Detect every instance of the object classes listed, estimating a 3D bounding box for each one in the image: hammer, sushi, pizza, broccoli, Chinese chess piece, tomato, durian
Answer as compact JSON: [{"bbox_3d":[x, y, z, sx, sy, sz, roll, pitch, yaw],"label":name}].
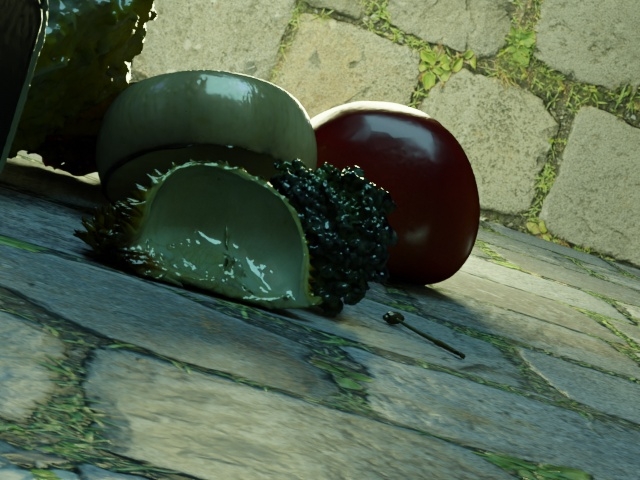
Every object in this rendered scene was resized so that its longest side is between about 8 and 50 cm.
[{"bbox_3d":[0.113,0.103,1.847,0.029,0.014,0.123,1,18,-40],"label":"hammer"},{"bbox_3d":[-0.390,-0.302,2.000,0.351,0.240,0.396,-31,65,-33],"label":"sushi"},{"bbox_3d":[-0.214,-0.114,2.263,0.440,0.130,0.406,4,-12,20],"label":"pizza"},{"bbox_3d":[0.005,0.006,1.919,0.145,0.165,0.304,11,-5,-1],"label":"broccoli"},{"bbox_3d":[-0.132,-0.098,1.989,0.257,0.104,0.257,1,-24,0],"label":"Chinese chess piece"},{"bbox_3d":[0.080,-0.072,2.314,0.299,0.226,0.298,19,10,-3],"label":"tomato"},{"bbox_3d":[-0.117,-0.002,1.723,0.252,0.144,0.139,21,26,-26],"label":"durian"}]

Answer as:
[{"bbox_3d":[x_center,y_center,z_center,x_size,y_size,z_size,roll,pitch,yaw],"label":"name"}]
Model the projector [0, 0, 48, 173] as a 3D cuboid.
[{"bbox_3d":[-0.434,-0.176,1.617,0.249,0.248,0.248,20,6,12],"label":"projector"}]
